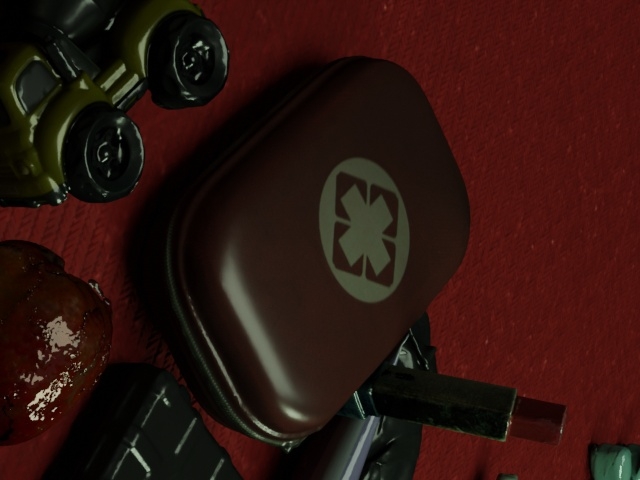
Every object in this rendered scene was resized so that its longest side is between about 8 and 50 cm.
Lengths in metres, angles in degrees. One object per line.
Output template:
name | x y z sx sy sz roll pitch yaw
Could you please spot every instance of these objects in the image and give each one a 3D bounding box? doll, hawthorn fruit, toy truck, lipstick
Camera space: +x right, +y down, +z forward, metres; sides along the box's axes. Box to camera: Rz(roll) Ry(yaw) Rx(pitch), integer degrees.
doll | 0.386 0.344 2.526 0.159 0.059 0.159 -2 98 -58
hawthorn fruit | -0.238 0.085 1.429 0.172 0.148 0.148 -62 144 -8
toy truck | -0.191 -0.137 1.451 0.224 0.147 0.165 -53 129 -32
lipstick | 0.094 0.147 1.791 0.051 0.312 0.051 -52 138 -38

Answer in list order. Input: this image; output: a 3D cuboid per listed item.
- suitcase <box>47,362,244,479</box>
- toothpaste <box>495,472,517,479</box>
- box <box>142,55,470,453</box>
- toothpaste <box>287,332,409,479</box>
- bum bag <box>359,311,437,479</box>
suitcase | -0.141 0.262 1.683 0.206 0.066 0.285 -63 143 -28
toothpaste | 0.169 0.458 2.213 0.098 0.061 0.392 26 77 -59
box | 0.000 0.000 1.764 0.404 0.108 0.263 -47 118 -43
toothpaste | -0.009 0.256 1.865 0.080 0.125 0.371 28 70 -15
bum bag | 0.079 0.167 2.008 0.123 0.060 0.248 31 70 -55
